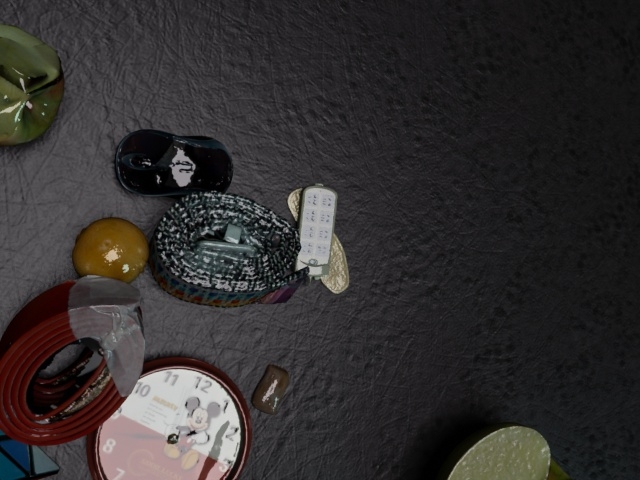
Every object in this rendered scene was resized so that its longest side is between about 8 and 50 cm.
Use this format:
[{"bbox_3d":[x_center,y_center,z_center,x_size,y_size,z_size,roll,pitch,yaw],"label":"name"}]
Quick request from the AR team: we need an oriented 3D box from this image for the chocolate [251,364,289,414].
[{"bbox_3d":[-0.099,0.317,1.380,0.065,0.031,0.100,33,77,-23],"label":"chocolate"}]

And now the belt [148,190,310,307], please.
[{"bbox_3d":[-0.186,0.023,1.286,0.295,0.160,0.206,3,71,-23],"label":"belt"}]

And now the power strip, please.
[{"bbox_3d":[-0.012,-0.012,1.406,0.080,0.029,0.226,6,88,-18],"label":"power strip"}]

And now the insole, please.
[{"bbox_3d":[0.000,0.000,1.432,0.081,0.011,0.247,-29,99,-19],"label":"insole"}]

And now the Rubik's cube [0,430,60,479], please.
[{"bbox_3d":[-0.556,0.398,1.137,0.234,0.250,0.284,25,75,-39],"label":"Rubik's cube"}]

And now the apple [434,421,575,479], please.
[{"bbox_3d":[0.404,0.608,1.445,0.360,0.320,0.311,-41,142,-11],"label":"apple"}]

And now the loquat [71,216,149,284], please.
[{"bbox_3d":[-0.389,0.027,1.212,0.141,0.141,0.141,0,89,-21],"label":"loquat"}]

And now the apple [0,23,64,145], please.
[{"bbox_3d":[-0.558,-0.272,1.134,0.188,0.174,0.207,30,80,1],"label":"apple"}]

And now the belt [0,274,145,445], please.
[{"bbox_3d":[-0.436,0.204,1.142,0.227,0.115,0.323,33,102,-30],"label":"belt"}]

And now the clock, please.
[{"bbox_3d":[-0.290,0.388,1.280,0.319,0.080,0.318,2,85,-19],"label":"clock"}]

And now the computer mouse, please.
[{"bbox_3d":[-0.280,-0.143,1.279,0.233,0.096,0.137,1,89,-23],"label":"computer mouse"}]
